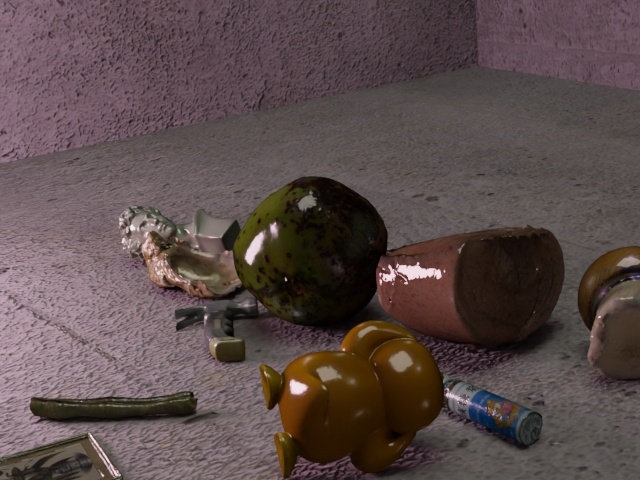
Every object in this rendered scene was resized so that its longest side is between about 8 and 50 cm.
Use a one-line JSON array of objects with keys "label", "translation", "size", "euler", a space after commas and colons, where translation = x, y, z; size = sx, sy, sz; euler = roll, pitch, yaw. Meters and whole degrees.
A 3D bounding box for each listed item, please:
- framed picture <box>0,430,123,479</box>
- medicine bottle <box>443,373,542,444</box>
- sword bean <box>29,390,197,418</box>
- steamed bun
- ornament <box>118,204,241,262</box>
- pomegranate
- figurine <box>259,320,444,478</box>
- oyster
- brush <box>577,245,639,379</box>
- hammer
[{"label": "framed picture", "translation": [-0.413, 0.338, 1.606], "size": [0.231, 0.010, 0.173], "euler": [-14, 20, -24]}, {"label": "medicine bottle", "translation": [0.238, 0.243, 1.647], "size": [0.051, 0.051, 0.191], "euler": [-18, 21, -33]}, {"label": "sword bean", "translation": [-0.326, 0.260, 1.782], "size": [0.269, 0.038, 0.043], "euler": [-3, 43, 7]}, {"label": "steamed bun", "translation": [0.259, 0.086, 1.917], "size": [0.301, 0.199, 0.251], "euler": [-8, -1, -41]}, {"label": "ornament", "translation": [-0.300, -0.007, 2.473], "size": [0.285, 0.130, 0.120], "euler": [7, 37, 12]}, {"label": "pomegranate", "translation": [0.000, 0.000, 2.093], "size": [0.285, 0.285, 0.340], "euler": [0, 26, 15]}, {"label": "figurine", "translation": [0.044, 0.219, 1.557], "size": [0.228, 0.215, 0.215], "euler": [-3, 14, -34]}, {"label": "oyster", "translation": [-0.263, 0.064, 2.297], "size": [0.233, 0.107, 0.161], "euler": [23, 23, 20]}, {"label": "brush", "translation": [0.541, 0.123, 1.776], "size": [0.267, 0.174, 0.166], "euler": [10, 31, -5]}, {"label": "hammer", "translation": [-0.181, 0.159, 2.039], "size": [0.159, 0.041, 0.226], "euler": [-8, 18, -7]}]
